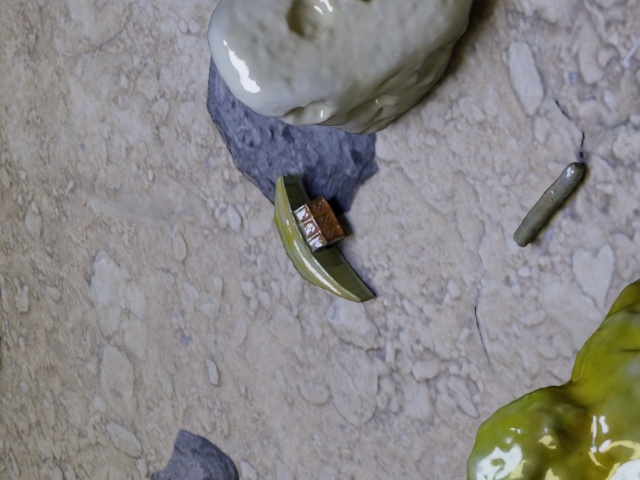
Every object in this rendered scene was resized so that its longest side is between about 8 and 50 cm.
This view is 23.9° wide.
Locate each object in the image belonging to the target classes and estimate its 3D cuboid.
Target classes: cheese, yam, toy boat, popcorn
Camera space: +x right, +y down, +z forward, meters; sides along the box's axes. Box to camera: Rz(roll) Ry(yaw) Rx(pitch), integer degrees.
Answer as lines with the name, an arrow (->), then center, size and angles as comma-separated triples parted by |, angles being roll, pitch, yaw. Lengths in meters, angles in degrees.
cheese -> 0.030, -0.219, 1.466 | 0.248, 0.251, 0.174 | -45, 68, 31
yam -> 0.218, -0.034, 1.447 | 0.021, 0.021, 0.116 | 55, 139, 22
toy boat -> 0.000, 0.000, 1.691 | 0.066, 0.065, 0.172 | -37, 76, 29
popcorn -> 0.316, 0.193, 1.199 | 0.334, 0.292, 0.294 | 36, 123, 32
